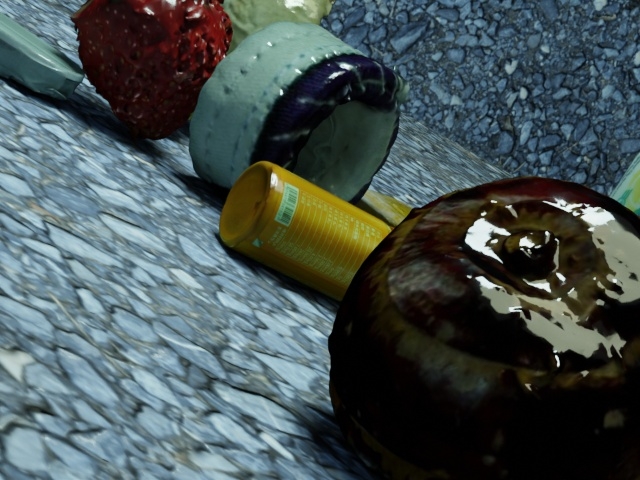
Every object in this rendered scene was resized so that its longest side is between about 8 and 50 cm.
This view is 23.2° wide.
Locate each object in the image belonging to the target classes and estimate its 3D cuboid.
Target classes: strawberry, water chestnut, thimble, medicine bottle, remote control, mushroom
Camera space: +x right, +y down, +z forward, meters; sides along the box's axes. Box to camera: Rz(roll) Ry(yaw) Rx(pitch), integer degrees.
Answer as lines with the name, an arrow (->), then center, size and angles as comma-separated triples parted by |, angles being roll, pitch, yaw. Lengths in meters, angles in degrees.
strawberry -> -0.184, -0.208, 1.737 | 0.184, 0.202, 0.186 | -15, 23, -42
water chestnut -> 0.146, 0.103, 1.208 | 0.300, 0.300, 0.300 | 31, 10, -6
thimble -> -0.022, -0.130, 1.737 | 0.150, 0.237, 0.237 | 37, 11, 27
medicine bottle -> 0.000, 0.000, 1.570 | 0.192, 0.096, 0.096 | 26, 12, -27
remote control -> -0.364, -0.230, 1.691 | 0.247, 0.052, 0.104 | 34, 9, 13
mushroom -> -0.109, -0.232, 1.985 | 0.164, 0.190, 0.267 | 24, -20, -12

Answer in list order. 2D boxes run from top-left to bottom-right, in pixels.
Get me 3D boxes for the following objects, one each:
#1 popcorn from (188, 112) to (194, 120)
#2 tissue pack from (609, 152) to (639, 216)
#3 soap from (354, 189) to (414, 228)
popcorn -> -0.189, -0.183, 1.882 | 0.116, 0.120, 0.106 | -96, 172, -46
tissue pack -> 0.463, 0.092, 1.976 | 0.162, 0.287, 0.388 | 25, 13, -27
soap -> 0.143, 0.042, 1.841 | 0.257, 0.080, 0.160 | 40, 13, 37
